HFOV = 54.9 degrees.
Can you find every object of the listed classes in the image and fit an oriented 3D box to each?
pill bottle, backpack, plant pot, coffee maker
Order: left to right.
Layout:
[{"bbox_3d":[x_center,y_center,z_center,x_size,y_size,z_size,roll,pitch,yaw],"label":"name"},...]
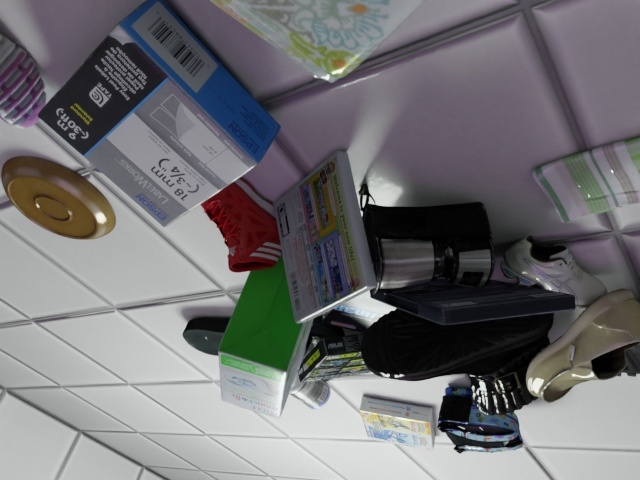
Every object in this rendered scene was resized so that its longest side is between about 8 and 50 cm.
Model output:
[{"bbox_3d":[-0.525,-0.072,1.223,0.236,0.032,0.236,12,144,9],"label":"plant pot"},{"bbox_3d":[-0.044,0.365,1.562,0.078,0.078,0.137,-19,130,41],"label":"pill bottle"},{"bbox_3d":[0.156,-0.010,0.919,0.178,0.171,0.120,-3,171,-6],"label":"coffee maker"},{"bbox_3d":[0.372,0.413,1.406,0.173,0.117,0.158,-6,138,31],"label":"backpack"}]

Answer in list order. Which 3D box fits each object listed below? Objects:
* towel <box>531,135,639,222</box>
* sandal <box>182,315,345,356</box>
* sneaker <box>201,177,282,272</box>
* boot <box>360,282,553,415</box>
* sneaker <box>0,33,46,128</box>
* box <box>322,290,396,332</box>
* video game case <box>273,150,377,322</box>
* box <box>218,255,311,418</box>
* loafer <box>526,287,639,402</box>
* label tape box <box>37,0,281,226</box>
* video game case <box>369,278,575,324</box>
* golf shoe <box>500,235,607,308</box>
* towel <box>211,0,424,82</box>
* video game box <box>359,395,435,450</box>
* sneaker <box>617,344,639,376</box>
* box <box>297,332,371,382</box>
[{"bbox_3d":[0.376,-0.077,0.820,0.152,0.023,0.113,-17,133,39],"label":"towel"},{"bbox_3d":[-0.138,0.249,1.420,0.445,0.107,0.167,-9,137,33],"label":"sandal"},{"bbox_3d":[-0.150,-0.030,1.027,0.221,0.128,0.087,29,144,-15],"label":"sneaker"},{"bbox_3d":[0.260,0.223,1.119,0.347,0.131,0.260,-12,139,6],"label":"boot"},{"bbox_3d":[-0.508,-0.269,0.904,0.104,0.095,0.236,2,138,33],"label":"sneaker"},{"bbox_3d":[0.115,0.122,1.182,0.220,0.051,0.175,12,144,8],"label":"box"},{"bbox_3d":[0.000,0.000,0.948,0.023,0.213,0.193,3,157,-35],"label":"video game case"},{"bbox_3d":[-0.082,0.156,1.136,0.126,0.262,0.231,16,146,4],"label":"box"},{"bbox_3d":[0.425,0.191,0.989,0.101,0.092,0.269,-6,138,-24],"label":"loafer"},{"bbox_3d":[-0.260,-0.146,0.891,0.333,0.106,0.240,-27,119,37],"label":"label tape box"},{"bbox_3d":[0.210,0.084,0.924,0.196,0.026,0.274,-4,-178,-15],"label":"video game case"},{"bbox_3d":[0.375,0.048,0.957,0.176,0.069,0.086,18,139,-3],"label":"golf shoe"},{"bbox_3d":[-0.007,-0.346,0.574,0.320,0.090,0.374,30,143,-21],"label":"towel"},{"bbox_3d":[0.210,0.494,1.652,0.187,0.048,0.205,3,143,16],"label":"video game box"},{"bbox_3d":[0.585,0.208,1.054,0.295,0.105,0.147,42,141,-21],"label":"sneaker"},{"bbox_3d":[0.065,0.247,1.311,0.190,0.045,0.184,-4,150,-22],"label":"box"}]
